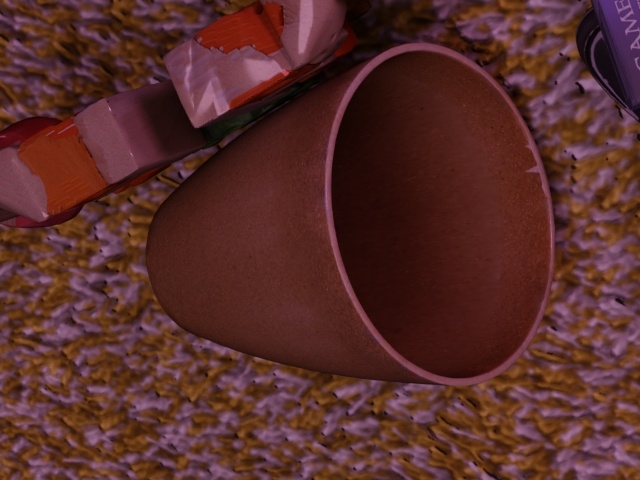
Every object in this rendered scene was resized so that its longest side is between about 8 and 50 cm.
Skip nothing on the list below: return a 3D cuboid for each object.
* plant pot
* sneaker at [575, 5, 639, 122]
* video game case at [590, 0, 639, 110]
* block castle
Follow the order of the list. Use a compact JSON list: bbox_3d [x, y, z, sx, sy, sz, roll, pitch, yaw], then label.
[{"bbox_3d":[0.000,0.000,1.420,0.254,0.237,0.237,-12,109,45],"label":"plant pot"},{"bbox_3d":[0.261,-0.082,1.305,0.222,0.118,0.083,32,123,6],"label":"sneaker"},{"bbox_3d":[0.286,-0.222,1.237,0.274,0.026,0.196,-23,79,32],"label":"video game case"},{"bbox_3d":[-0.128,-0.212,1.369,0.453,0.213,0.303,-28,89,25],"label":"block castle"}]
